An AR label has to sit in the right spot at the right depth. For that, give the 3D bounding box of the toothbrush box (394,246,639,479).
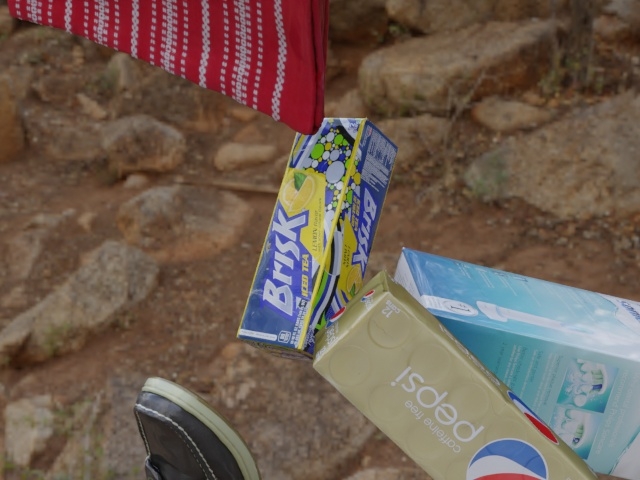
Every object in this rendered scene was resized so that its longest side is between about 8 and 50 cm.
[{"bbox_3d":[0.219,0.122,0.995,0.296,0.126,0.216,12,15,-6],"label":"toothbrush box"}]

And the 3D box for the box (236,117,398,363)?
[{"bbox_3d":[0.000,0.000,0.688,0.059,0.169,0.054,6,-17,36],"label":"box"}]

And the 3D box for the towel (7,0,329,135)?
[{"bbox_3d":[-0.110,-0.187,0.610,0.275,0.199,0.031,24,48,21],"label":"towel"}]

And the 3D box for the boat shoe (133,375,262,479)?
[{"bbox_3d":[-0.089,0.190,0.719,0.080,0.223,0.073,18,54,31],"label":"boat shoe"}]

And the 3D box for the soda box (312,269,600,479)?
[{"bbox_3d":[0.080,0.102,0.557,0.181,0.061,0.058,44,9,-8],"label":"soda box"}]
